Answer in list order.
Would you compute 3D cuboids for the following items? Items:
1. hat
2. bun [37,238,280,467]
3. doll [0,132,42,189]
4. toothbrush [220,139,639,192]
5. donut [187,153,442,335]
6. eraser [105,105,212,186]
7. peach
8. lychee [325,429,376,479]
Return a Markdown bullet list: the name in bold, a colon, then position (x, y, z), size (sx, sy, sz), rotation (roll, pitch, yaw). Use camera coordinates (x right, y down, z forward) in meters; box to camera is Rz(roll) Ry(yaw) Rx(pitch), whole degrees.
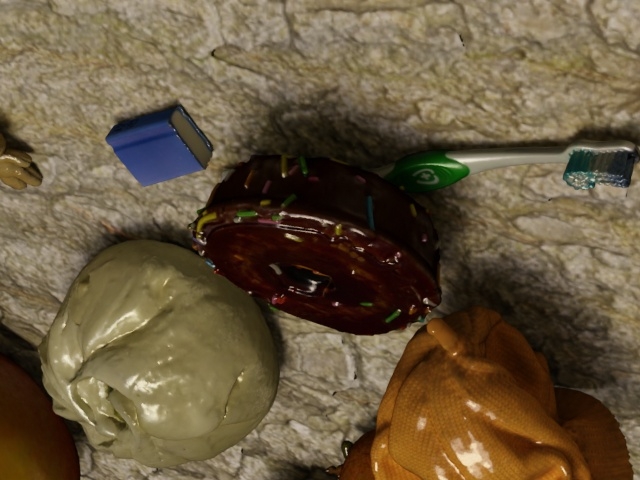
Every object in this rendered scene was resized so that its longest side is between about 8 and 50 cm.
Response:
- **hat**: position (0.136, 0.149, 1.672), size (0.233, 0.244, 0.233), rotation (-29, 133, -2)
- **bun**: position (-0.167, 0.132, 1.896), size (0.259, 0.160, 0.259), rotation (13, 138, 12)
- **doll**: position (-0.314, -0.075, 1.841), size (0.061, 0.051, 0.093), rotation (-10, 129, 28)
- **toothbrush**: position (0.084, -0.061, 1.649), size (0.418, 0.040, 0.042), rotation (0, 142, 35)
- **donut**: position (0.000, 0.000, 1.680), size (0.235, 0.089, 0.235), rotation (14, 157, 6)
- **eraser**: position (-0.148, -0.087, 1.753), size (0.084, 0.027, 0.063), rotation (-13, 124, 39)
- **peach**: position (-0.416, 0.250, 2.063), size (0.332, 0.308, 0.308), rotation (14, 150, -34)
- **lychee**: position (0.057, 0.248, 1.932), size (0.140, 0.101, 0.114), rotation (-2, 141, 23)
